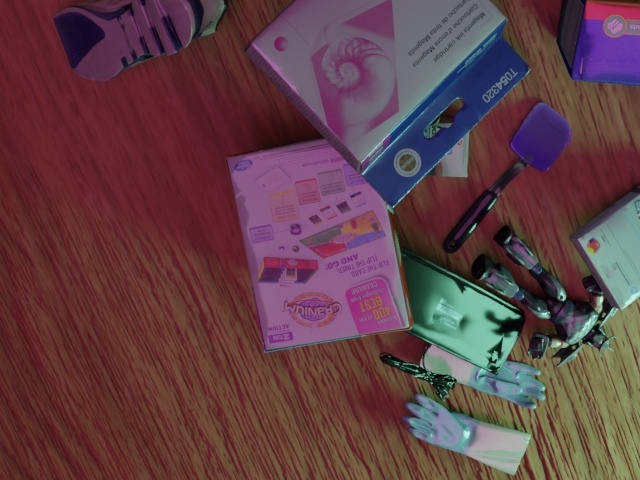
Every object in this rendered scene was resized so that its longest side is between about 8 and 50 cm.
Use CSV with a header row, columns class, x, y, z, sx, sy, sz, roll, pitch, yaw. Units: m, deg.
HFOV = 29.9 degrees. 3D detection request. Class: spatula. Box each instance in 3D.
class,x,y,z,sx,sy,sz,roll,pitch,yaw
spatula,0.300,-0.092,1.981,0.084,0.030,0.296,35,109,-8

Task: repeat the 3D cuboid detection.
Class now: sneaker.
class,x,y,z,sx,sy,sz,roll,pitch,yaw
sneaker,-0.262,-0.349,1.915,0.315,0.182,0.128,-4,109,39

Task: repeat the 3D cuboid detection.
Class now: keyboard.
class,x,y,z,sx,sy,sz,roll,pitch,yaw
keyboard,0.190,0.150,2.001,0.317,0.033,0.202,28,94,-29

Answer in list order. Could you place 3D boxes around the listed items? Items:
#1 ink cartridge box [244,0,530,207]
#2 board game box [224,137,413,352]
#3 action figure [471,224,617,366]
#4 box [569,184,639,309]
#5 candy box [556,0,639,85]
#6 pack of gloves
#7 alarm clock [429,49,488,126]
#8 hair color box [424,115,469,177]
class,x,y,z,sx,sy,sz,roll,pitch,yaw
ink cartridge box,0.114,-0.276,1.789,0.330,0.071,0.324,46,80,-7
board game box,0.000,0.000,1.877,0.242,0.064,0.317,-9,95,10
action figure,0.384,0.105,2.003,0.285,0.099,0.185,38,92,-12
box,0.518,0.001,1.946,0.186,0.038,0.145,-36,103,-8
candy box,0.490,-0.302,1.731,0.268,0.317,0.122,6,110,5
pack of gloves,0.270,0.282,2.119,0.232,0.046,0.195,21,97,-1
alarm clock,0.197,-0.273,1.903,0.129,0.064,0.192,21,102,8
hair color box,0.160,-0.156,1.964,0.167,0.053,0.093,2,110,8
